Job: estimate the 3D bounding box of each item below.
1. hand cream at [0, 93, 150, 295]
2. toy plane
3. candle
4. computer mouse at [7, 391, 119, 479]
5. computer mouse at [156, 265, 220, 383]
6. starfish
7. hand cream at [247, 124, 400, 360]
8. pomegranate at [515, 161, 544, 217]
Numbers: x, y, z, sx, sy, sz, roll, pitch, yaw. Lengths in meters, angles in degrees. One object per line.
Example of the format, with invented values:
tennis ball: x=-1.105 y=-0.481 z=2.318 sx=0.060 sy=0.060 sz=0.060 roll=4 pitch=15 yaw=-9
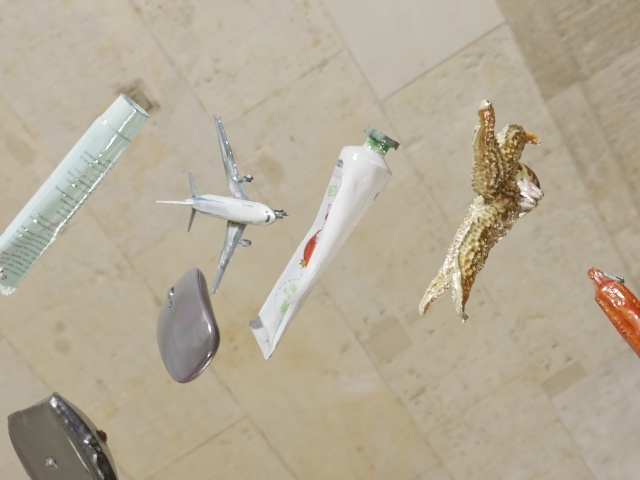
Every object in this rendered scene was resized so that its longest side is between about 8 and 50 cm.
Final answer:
hand cream: x=-0.353 y=-0.055 z=1.332 sx=0.058 sy=0.331 sz=0.085 roll=41 pitch=-174 yaw=32
toy plane: x=-0.112 y=-0.039 z=1.183 sx=0.226 sy=0.058 sz=0.226 roll=9 pitch=99 yaw=46
candle: x=0.332 y=0.080 z=1.034 sx=0.053 sy=0.048 sz=0.162 roll=84 pitch=163 yaw=-47
computer mouse: x=-0.324 y=0.277 z=1.299 sx=0.168 sy=0.087 sz=0.295 roll=60 pitch=146 yaw=0
computer mouse: x=-0.218 y=0.131 z=1.587 sx=0.057 sy=0.120 sz=0.232 roll=30 pitch=-159 yaw=-31
starfish: x=0.213 y=-0.022 z=1.294 sx=0.084 sy=0.294 sz=0.301 roll=21 pitch=-174 yaw=16
hand cream: x=0.000 y=0.000 z=1.333 sx=0.076 sy=0.336 sz=0.121 roll=29 pitch=-174 yaw=-18
pomegranate: x=0.411 y=-0.111 z=2.058 sx=0.138 sy=0.126 sz=0.163 roll=34 pitch=156 yaw=-29
